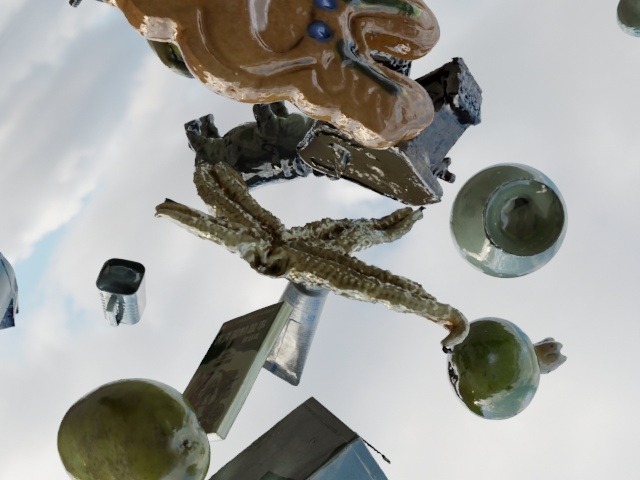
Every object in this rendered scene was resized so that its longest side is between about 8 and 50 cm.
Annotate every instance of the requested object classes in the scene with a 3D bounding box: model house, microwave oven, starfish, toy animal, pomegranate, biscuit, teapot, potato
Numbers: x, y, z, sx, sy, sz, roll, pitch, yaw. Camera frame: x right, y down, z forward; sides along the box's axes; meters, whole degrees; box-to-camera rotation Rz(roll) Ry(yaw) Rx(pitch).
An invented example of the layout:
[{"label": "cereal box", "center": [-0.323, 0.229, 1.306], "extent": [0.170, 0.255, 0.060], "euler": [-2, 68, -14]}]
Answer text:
[{"label": "model house", "center": [0.084, -0.146, 0.942], "extent": [0.203, 0.141, 0.164], "euler": [25, -110, 24]}, {"label": "microwave oven", "center": [0.008, 0.600, 1.667], "extent": [0.374, 0.432, 0.236], "euler": [-37, -159, -15]}, {"label": "starfish", "center": [0.000, 0.000, 1.126], "extent": [0.324, 0.432, 0.082], "euler": [-53, 157, -67]}, {"label": "toy animal", "center": [-0.048, -0.148, 1.288], "extent": [0.343, 0.168, 0.106], "euler": [1, -161, 22]}, {"label": "pomegranate", "center": [0.322, 0.215, 1.461], "extent": [0.210, 0.179, 0.179], "euler": [-25, -144, 9]}, {"label": "biscuit", "center": [-0.039, -0.210, 0.773], "extent": [0.047, 0.333, 0.202], "euler": [131, -26, -59]}, {"label": "teapot", "center": [0.285, -0.029, 1.235], "extent": [0.183, 0.183, 0.251], "euler": [-49, 176, 5]}, {"label": "potato", "center": [-0.265, 0.295, 1.208], "extent": [0.228, 0.148, 0.197], "euler": [-27, -114, 30]}]

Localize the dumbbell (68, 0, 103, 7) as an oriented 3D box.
[{"label": "dumbbell", "center": [-0.396, -0.562, 1.589], "extent": [0.325, 0.143, 0.143], "euler": [-42, -150, 35]}]

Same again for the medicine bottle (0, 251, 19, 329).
[{"label": "medicine bottle", "center": [-0.469, 0.101, 1.125], "extent": [0.258, 0.079, 0.124], "euler": [-110, -155, -68]}]

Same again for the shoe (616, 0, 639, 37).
[{"label": "shoe", "center": [0.542, -0.408, 1.239], "extent": [0.251, 0.100, 0.103], "euler": [-38, -132, 27]}]

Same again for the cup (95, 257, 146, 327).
[{"label": "cup", "center": [-0.436, 0.125, 1.829], "extent": [0.129, 0.095, 0.128], "euler": [98, 3, -49]}]

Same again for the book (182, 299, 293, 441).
[{"label": "book", "center": [-0.163, 0.227, 1.414], "extent": [0.202, 0.027, 0.264], "euler": [-24, -150, 49]}]

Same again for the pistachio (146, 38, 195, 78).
[{"label": "pistachio", "center": [-0.175, -0.384, 1.243], "extent": [0.166, 0.197, 0.288], "euler": [-8, -99, 54]}]

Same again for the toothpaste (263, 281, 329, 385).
[{"label": "toothpaste", "center": [-0.046, 0.144, 1.536], "extent": [0.073, 0.114, 0.299], "euler": [-52, 168, -53]}]
